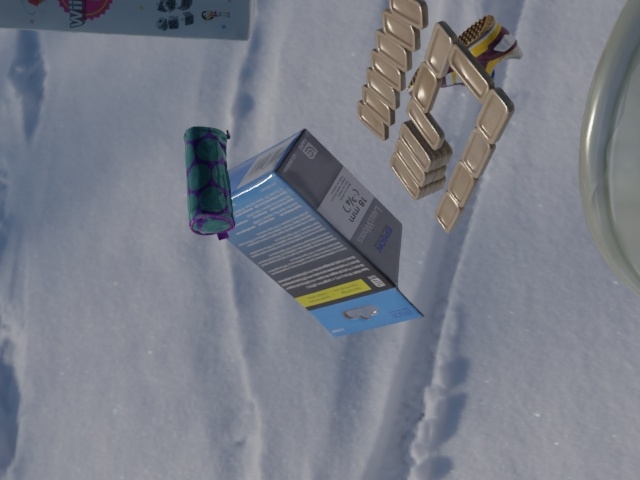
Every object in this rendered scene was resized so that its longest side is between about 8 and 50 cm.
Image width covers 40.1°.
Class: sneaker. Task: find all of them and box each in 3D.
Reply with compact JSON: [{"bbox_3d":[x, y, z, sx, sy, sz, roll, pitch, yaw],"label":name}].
[{"bbox_3d":[0.208,-0.247,1.285,0.185,0.084,0.070,-30,26,47],"label":"sneaker"}]

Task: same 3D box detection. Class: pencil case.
[{"bbox_3d":[-0.151,-0.081,1.196,0.064,0.070,0.152,-12,63,9],"label":"pencil case"}]

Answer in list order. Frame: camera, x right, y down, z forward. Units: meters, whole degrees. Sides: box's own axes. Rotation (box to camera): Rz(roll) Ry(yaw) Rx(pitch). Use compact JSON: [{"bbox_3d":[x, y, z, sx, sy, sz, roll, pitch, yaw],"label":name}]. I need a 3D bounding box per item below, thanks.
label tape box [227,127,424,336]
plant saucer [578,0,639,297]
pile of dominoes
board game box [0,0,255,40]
[{"bbox_3d":[0.000,0.000,1.414,0.240,0.333,0.106,-20,33,51],"label":"label tape box"},{"bbox_3d":[0.377,-0.086,0.595,0.400,0.400,0.101,-53,31,18],"label":"plant saucer"},{"bbox_3d":[0.119,-0.139,0.916,0.196,0.040,0.251,57,160,21],"label":"pile of dominoes"},{"bbox_3d":[-0.226,-0.292,0.989,0.224,0.303,0.098,-97,10,-70],"label":"board game box"}]
